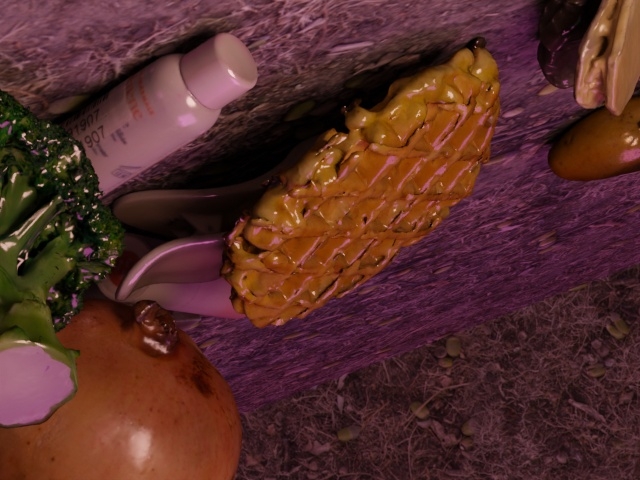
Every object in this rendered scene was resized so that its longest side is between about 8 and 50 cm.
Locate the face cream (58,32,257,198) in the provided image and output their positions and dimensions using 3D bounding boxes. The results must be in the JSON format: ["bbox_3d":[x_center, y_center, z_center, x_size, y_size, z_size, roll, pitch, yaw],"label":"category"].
[{"bbox_3d":[-0.172,-0.105,1.243,0.269,0.082,0.082,-30,163,28],"label":"face cream"}]

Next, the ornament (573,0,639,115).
[{"bbox_3d":[0.314,-0.235,1.349,0.201,0.059,0.180,-46,144,-43],"label":"ornament"}]

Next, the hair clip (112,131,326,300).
[{"bbox_3d":[-0.118,-0.018,1.560,0.282,0.113,0.172,-14,164,-25],"label":"hair clip"}]

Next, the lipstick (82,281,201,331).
[{"bbox_3d":[-0.317,0.096,1.772,0.080,0.076,0.371,-30,163,34],"label":"lipstick"}]

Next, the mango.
[{"bbox_3d":[0.406,-0.133,1.892,0.137,0.098,0.195,-12,168,-45],"label":"mango"}]

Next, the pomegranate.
[{"bbox_3d":[-0.242,0.208,1.565,0.338,0.338,0.338,-19,165,-5],"label":"pomegranate"}]

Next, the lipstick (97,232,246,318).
[{"bbox_3d":[-0.177,0.051,1.777,0.087,0.087,0.327,-25,165,16],"label":"lipstick"}]

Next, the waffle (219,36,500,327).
[{"bbox_3d":[0.048,-0.048,1.506,0.380,0.095,0.382,-33,161,-16],"label":"waffle"}]

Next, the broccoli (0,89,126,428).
[{"bbox_3d":[-0.299,0.013,1.125,0.298,0.297,0.297,-17,130,-21],"label":"broccoli"}]

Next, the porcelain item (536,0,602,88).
[{"bbox_3d":[0.264,-0.225,1.418,0.081,0.069,0.216,-19,167,7],"label":"porcelain item"}]
